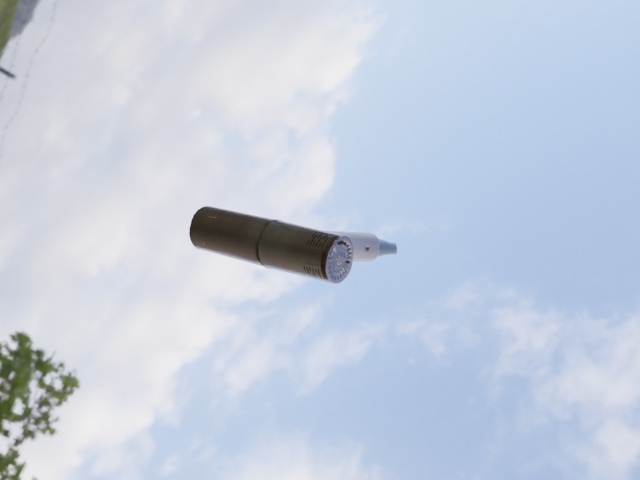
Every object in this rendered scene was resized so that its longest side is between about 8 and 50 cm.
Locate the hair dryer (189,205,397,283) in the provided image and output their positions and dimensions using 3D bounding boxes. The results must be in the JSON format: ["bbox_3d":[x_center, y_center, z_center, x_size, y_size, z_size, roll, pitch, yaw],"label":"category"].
[{"bbox_3d":[-0.008,-0.002,0.924,0.195,0.220,0.054,13,-80,34],"label":"hair dryer"}]
